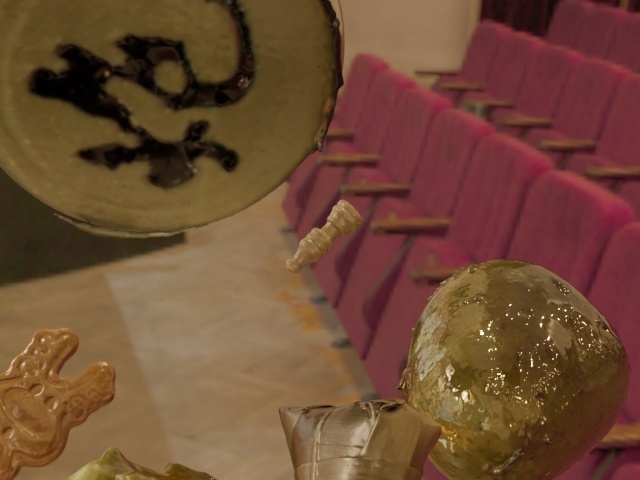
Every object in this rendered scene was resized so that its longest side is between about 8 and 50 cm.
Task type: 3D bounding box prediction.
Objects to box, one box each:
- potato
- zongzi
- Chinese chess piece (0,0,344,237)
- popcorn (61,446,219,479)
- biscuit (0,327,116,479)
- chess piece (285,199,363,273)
[{"bbox_3d":[0.216,0.154,1.354,0.270,0.219,0.359,41,26,15],"label":"potato"},{"bbox_3d":[0.001,0.202,0.905,0.176,0.160,0.078,-9,-38,47],"label":"zongzi"},{"bbox_3d":[-0.150,-0.169,1.037,0.350,0.349,0.146,-1,35,-13],"label":"Chinese chess piece"},{"bbox_3d":[-0.121,0.282,0.752,0.293,0.237,0.293,35,14,-10],"label":"popcorn"},{"bbox_3d":[-0.390,0.228,1.544,0.144,0.236,0.040,40,-14,12],"label":"biscuit"},{"bbox_3d":[0.000,0.000,1.202,0.092,0.035,0.035,-42,30,-10],"label":"chess piece"}]
